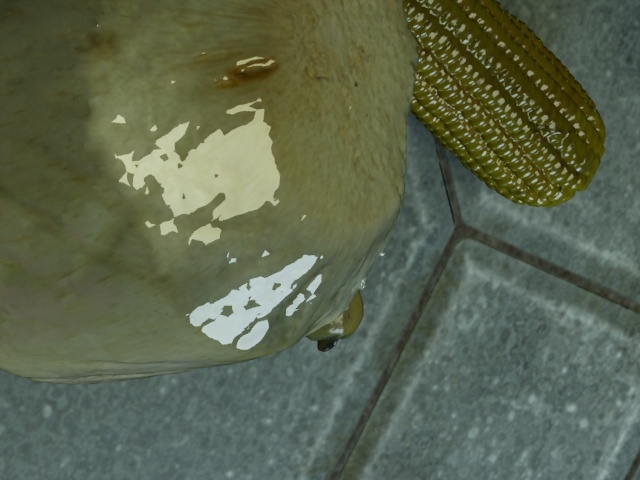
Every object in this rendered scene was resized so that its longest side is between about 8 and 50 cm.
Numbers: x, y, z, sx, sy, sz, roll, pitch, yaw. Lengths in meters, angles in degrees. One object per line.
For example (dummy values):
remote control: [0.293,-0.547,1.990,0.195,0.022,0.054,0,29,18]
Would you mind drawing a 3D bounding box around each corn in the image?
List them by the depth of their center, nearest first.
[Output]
corn: [0.110,-0.160,1.526,0.344,0.131,0.131,40,88,-32]

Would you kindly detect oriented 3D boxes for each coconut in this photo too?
coconut: [-0.137,-0.087,1.320,0.415,0.415,0.344,-50,131,-3]

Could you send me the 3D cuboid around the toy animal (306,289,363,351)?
toy animal: [0.000,0.000,1.545,0.103,0.101,0.219,-8,111,-22]
